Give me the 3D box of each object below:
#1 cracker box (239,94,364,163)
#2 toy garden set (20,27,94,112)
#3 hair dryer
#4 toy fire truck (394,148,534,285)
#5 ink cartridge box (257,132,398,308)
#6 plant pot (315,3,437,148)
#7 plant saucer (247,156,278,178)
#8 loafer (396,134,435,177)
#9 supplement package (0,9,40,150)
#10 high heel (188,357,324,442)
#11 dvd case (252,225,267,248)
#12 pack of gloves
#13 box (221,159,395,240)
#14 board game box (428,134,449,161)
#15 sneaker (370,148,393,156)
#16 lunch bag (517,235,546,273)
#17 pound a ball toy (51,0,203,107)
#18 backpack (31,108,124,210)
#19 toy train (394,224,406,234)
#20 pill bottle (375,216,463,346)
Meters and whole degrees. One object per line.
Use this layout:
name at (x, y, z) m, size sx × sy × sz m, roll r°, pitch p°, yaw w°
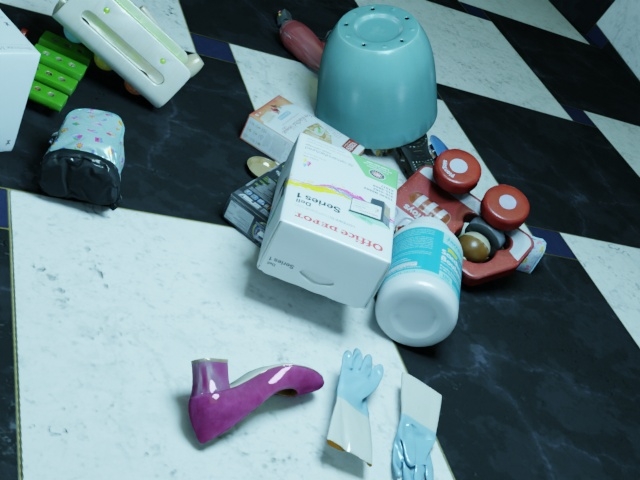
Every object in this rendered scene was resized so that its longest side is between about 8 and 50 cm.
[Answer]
cracker box at (-0.037, -0.211, 2.024) m, size 0.232 × 0.067 × 0.156 m, roll 33°, pitch 32°, yaw 6°
toy garden set at (-0.569, -0.339, 1.818) m, size 0.203 × 0.049 × 0.244 m, roll 24°, pitch 33°, yaw -11°
hair dryer at (-0.005, -0.525, 2.484) m, size 0.223 × 0.080 × 0.294 m, roll 18°, pitch 34°, yaw -17°
toy fire truck at (0.272, -0.022, 1.937) m, size 0.302 × 0.169 × 0.254 m, roll 39°, pitch 59°, yaw 14°
ink cartridge box at (0.019, -0.039, 1.625) m, size 0.201 × 0.117 × 0.278 m, roll 21°, pitch 37°, yaw -9°
plant pot at (0.131, -0.393, 2.150) m, size 0.292 × 0.235 × 0.293 m, roll -1°, pitch 48°, yaw 1°
plant saucer at (-0.113, -0.140, 1.913) m, size 0.083 × 0.015 × 0.083 m, roll 20°, pitch 34°, yaw -14°
loafer at (0.212, -0.193, 2.183) m, size 0.080 × 0.078 × 0.220 m, roll -1°, pitch 46°, yaw -12°
supplement package at (-0.621, -0.254, 1.505) m, size 0.261 × 0.204 × 0.145 m, roll -14°, pitch 51°, yaw -48°
high heel at (-0.086, 0.238, 1.366) m, size 0.244 × 0.082 × 0.117 m, roll 15°, pitch 64°, yaw -46°
dvd case at (0.000, 0.000, 1.681) m, size 0.164 × 0.018 × 0.221 m, roll 36°, pitch 37°, yaw 11°
pack of gloves at (0.096, 0.284, 1.464) m, size 0.195 × 0.046 × 0.232 m, roll 34°, pitch 33°, yaw -13°
box at (-0.019, -0.027, 1.770) m, size 0.270 × 0.060 × 0.216 m, roll 36°, pitch 36°, yaw 11°
board game box at (0.298, -0.171, 2.235) m, size 0.133 × 0.033 × 0.169 m, roll 14°, pitch 48°, yaw -60°
sneaker at (0.146, -0.224, 2.217) m, size 0.037 × 0.032 × 0.083 m, roll 37°, pitch 30°, yaw 22°
lunch bag at (0.444, 0.023, 2.045) m, size 0.071 × 0.083 × 0.053 m, roll 12°, pitch 35°, yaw -23°
pound a ball toy at (-0.392, -0.402, 1.929) m, size 0.319 × 0.135 × 0.208 m, roll 42°, pitch 14°, yaw -27°
backpack at (-0.397, -0.146, 1.610) m, size 0.151 × 0.115 × 0.182 m, roll 17°, pitch 31°, yaw -13°
toy train at (0.173, -0.018, 1.855) m, size 0.158 × 0.036 × 0.027 m, roll 4°, pitch 73°, yaw 9°
pill bottle at (0.186, 0.062, 1.722) m, size 0.146 × 0.146 × 0.264 m, roll 25°, pitch 35°, yaw -5°
